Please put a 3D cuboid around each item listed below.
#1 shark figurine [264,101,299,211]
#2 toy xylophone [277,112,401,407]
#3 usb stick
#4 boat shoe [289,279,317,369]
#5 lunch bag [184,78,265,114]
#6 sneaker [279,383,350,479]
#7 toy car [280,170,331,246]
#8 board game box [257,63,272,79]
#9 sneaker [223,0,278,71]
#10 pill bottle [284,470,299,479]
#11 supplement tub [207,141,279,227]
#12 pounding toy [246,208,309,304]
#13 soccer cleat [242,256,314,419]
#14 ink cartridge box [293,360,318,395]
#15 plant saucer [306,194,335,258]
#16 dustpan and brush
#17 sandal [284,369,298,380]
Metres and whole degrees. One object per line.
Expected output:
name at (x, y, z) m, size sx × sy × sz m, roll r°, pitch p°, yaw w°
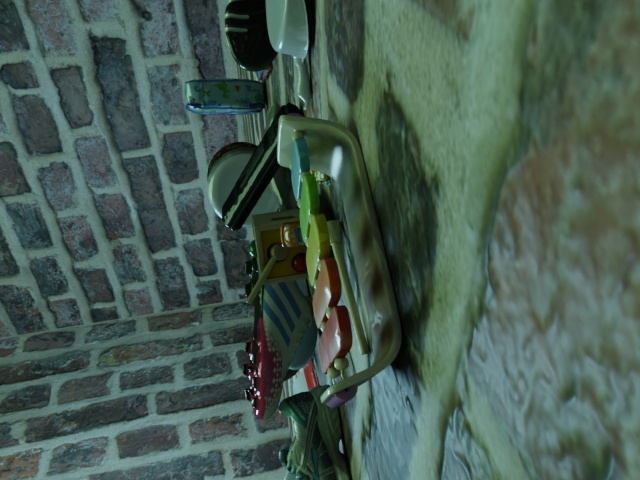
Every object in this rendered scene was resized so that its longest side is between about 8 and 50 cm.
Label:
shark figurine at (-0.098, -0.115, 1.196) m, size 0.166 × 0.116 × 0.278 m, roll 100°, pitch 161°, yaw -70°
toy xylophone at (0.015, 0.029, 0.675) m, size 0.236 × 0.081 × 0.322 m, roll 97°, pitch 163°, yaw -62°
usb stick at (-0.112, -0.128, 1.091) m, size 0.278 × 0.045 × 0.077 m, roll -53°, pitch 32°, yaw 36°
boat shoe at (-0.053, 0.166, 1.293) m, size 0.084 × 0.095 × 0.258 m, roll 87°, pitch -179°, yaw -56°
lunch bag at (-0.263, -0.397, 1.649) m, size 0.176 × 0.219 × 0.090 m, roll -137°, pitch 46°, yaw -76°
sneaker at (-0.013, 0.423, 1.118) m, size 0.110 × 0.122 × 0.282 m, roll 105°, pitch 155°, yaw -72°
toy car at (-0.018, -0.047, 0.820) m, size 0.041 × 0.060 × 0.121 m, roll 7°, pitch 86°, yaw 43°
board game box at (-0.151, -0.536, 1.412) m, size 0.145 × 0.027 × 0.281 m, roll -141°, pitch 43°, yaw -80°
sneaker at (-0.106, -0.412, 1.039) m, size 0.162 × 0.107 × 0.281 m, roll 115°, pitch 156°, yaw -84°
pill bottle at (-0.020, 0.581, 1.328) m, size 0.221 × 0.121 × 0.121 m, roll 92°, pitch 167°, yaw -50°
supplement tub at (-0.205, -0.159, 1.583) m, size 0.316 × 0.194 × 0.193 m, roll -128°, pitch 30°, yaw -72°
pounding toy at (-0.071, 0.025, 1.042) m, size 0.100 × 0.141 × 0.130 m, roll -122°, pitch 25°, yaw -69°
soccer cleat at (-0.071, 0.176, 1.147) m, size 0.116 × 0.143 × 0.331 m, roll 164°, pitch 108°, yaw -70°
ink cartridge box at (-0.033, 0.403, 1.482) m, size 0.181 × 0.056 × 0.224 m, roll -111°, pitch 13°, yaw -54°
plant saucer at (0.000, 0.000, 0.927) m, size 0.168 × 0.029 × 0.168 m, roll 172°, pitch 90°, yaw -83°
dustpan and brush at (-0.039, -0.290, 0.849) m, size 0.147 × 0.060 × 0.211 m, roll -120°, pitch 29°, yaw -56°
sandal at (-0.082, 0.264, 1.531) m, size 0.302 × 0.120 × 0.086 m, roll -98°, pitch -13°, yaw -67°
